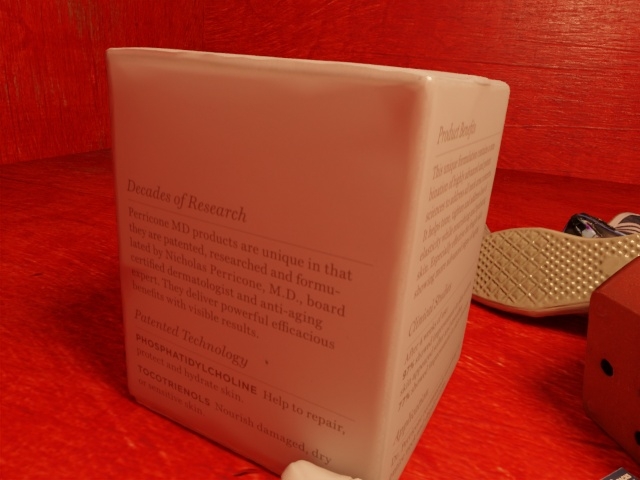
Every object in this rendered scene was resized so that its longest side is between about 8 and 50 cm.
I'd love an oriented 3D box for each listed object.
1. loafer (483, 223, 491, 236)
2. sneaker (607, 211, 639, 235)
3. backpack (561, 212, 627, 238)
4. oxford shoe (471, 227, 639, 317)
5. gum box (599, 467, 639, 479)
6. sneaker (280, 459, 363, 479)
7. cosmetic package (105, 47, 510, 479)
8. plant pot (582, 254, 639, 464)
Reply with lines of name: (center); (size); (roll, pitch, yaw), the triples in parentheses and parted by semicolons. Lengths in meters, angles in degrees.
loafer: (0.343, -0.021, 1.149); (0.111, 0.112, 0.319); (39, 17, -9)
sneaker: (0.748, 0.009, 1.117); (0.282, 0.099, 0.153); (-17, 22, -30)
backpack: (0.532, 0.050, 0.894); (0.173, 0.158, 0.117); (36, 17, 35)
oxford shoe: (0.443, 0.064, 0.806); (0.450, 0.169, 0.130); (-4, -27, 40)
gum box: (0.271, 0.276, 0.357); (0.157, 0.041, 0.184); (-7, 21, -27)
sneaker: (0.066, 0.221, 0.366); (0.212, 0.080, 0.094); (21, 66, 36)
cosmetic package: (0.000, 0.000, 0.559); (0.328, 0.393, 0.329); (14, 21, 27)
plant pot: (0.444, 0.140, 0.493); (0.236, 0.267, 0.267); (-12, 22, -8)
